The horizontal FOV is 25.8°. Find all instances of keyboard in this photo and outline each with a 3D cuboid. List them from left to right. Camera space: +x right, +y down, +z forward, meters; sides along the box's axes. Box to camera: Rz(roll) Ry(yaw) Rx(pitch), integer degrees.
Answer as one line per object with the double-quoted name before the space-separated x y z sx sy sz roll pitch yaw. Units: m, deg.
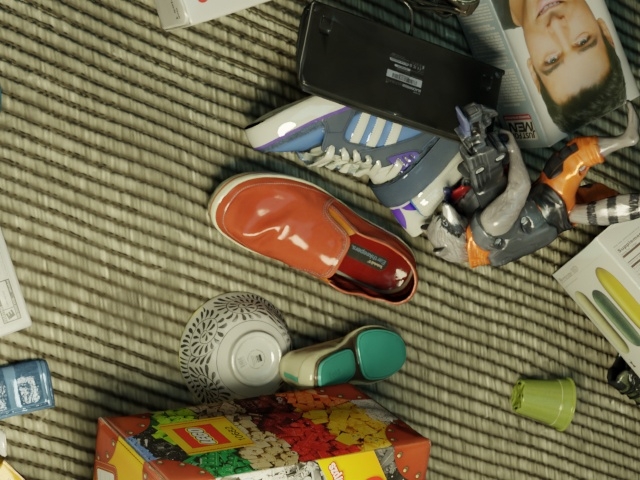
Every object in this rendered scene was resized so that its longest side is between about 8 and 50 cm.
"keyboard" 0.114 -0.254 1.889 0.317 0.033 0.202 16 79 -27

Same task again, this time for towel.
"towel" -0.404 0.194 1.792 0.119 0.029 0.067 -11 96 -23

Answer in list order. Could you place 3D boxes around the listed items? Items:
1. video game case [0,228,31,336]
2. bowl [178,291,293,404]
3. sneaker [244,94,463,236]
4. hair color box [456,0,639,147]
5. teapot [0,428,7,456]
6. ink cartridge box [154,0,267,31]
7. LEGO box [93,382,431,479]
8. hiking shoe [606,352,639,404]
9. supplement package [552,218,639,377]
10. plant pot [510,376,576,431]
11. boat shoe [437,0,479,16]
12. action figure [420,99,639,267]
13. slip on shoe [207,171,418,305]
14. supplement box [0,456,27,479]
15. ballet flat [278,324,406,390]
"video game case" -0.486 0.040 1.751 0.193 0.023 0.213 -20 101 -22
"bowl" -0.100 0.157 1.901 0.170 0.080 0.170 -1 92 -25
"sneaker" 0.072 -0.104 1.938 0.322 0.130 0.236 -22 97 -28
"hair color box" 0.307 -0.342 2.045 0.185 0.113 0.375 -29 104 -21
"teapot" -0.526 0.169 1.631 0.187 0.252 0.256 -43 121 -24
"ink cartridge box" -0.102 -0.414 1.853 0.278 0.117 0.201 -22 102 -23
"LEGO box" -0.095 0.457 1.754 0.372 0.193 0.500 -5 112 -34
"hiking shoe" 0.502 0.227 2.186 0.114 0.086 0.227 -14 89 -15
"supplement package" 0.525 0.070 2.071 0.198 0.199 0.263 -37 82 -18
"plant pot" 0.333 0.240 2.109 0.079 0.083 0.083 12 87 -12
"boat shoe" 0.141 -0.406 1.961 0.081 0.069 0.228 -34 72 -23
"action figure" 0.289 -0.065 1.888 0.330 0.341 0.179 -23 62 11
"slip on shoe" 0.000 0.000 1.917 0.331 0.101 0.123 25 102 -24
"supplement box" -0.409 0.396 1.744 0.194 0.129 0.191 -48 109 -15
"ballet flat" 0.028 0.166 1.947 0.248 0.086 0.086 -5 95 -57
